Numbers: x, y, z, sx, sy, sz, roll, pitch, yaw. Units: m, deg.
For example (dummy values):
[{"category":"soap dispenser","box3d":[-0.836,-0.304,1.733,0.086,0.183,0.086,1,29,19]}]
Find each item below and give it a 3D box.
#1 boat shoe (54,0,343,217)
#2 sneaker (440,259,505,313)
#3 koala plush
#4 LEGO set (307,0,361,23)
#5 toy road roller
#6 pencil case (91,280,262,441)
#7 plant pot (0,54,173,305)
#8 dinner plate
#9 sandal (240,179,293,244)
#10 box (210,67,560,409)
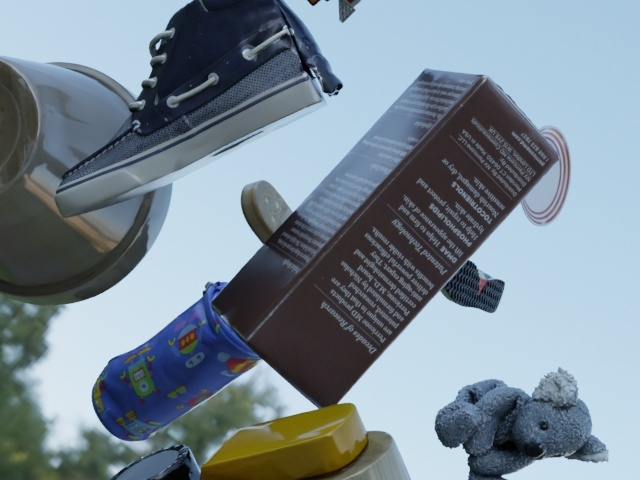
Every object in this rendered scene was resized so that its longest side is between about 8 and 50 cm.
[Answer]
[{"category":"boat shoe","box3d":[-0.157,-0.158,1.468,0.127,0.340,0.158,-23,88,-85]},{"category":"sneaker","box3d":[0.166,0.049,1.683,0.075,0.057,0.161,19,-2,36]},{"category":"koala plush","box3d":[0.332,0.294,2.126,0.221,0.203,0.196,-18,-74,34]},{"category":"LEGO set","box3d":[-0.033,-0.397,1.820,0.182,0.060,0.244,10,48,-55]},{"category":"toy road roller","box3d":[-0.076,0.308,1.229,0.329,0.240,0.202,-18,-79,24]},{"category":"pencil case","box3d":[-0.194,0.168,1.894,0.306,0.119,0.133,-37,-102,32]},{"category":"plant pot","box3d":[-0.380,-0.097,1.681,0.323,0.323,0.280,30,-3,17]},{"category":"dinner plate","box3d":[0.308,-0.090,1.867,0.017,0.141,0.141,10,-33,39]},{"category":"sandal","box3d":[-0.001,0.005,1.625,0.079,0.088,0.240,-14,-40,28]},{"category":"box","box3d":[0.066,-0.008,1.493,0.143,0.381,0.191,45,-4,-18]}]
